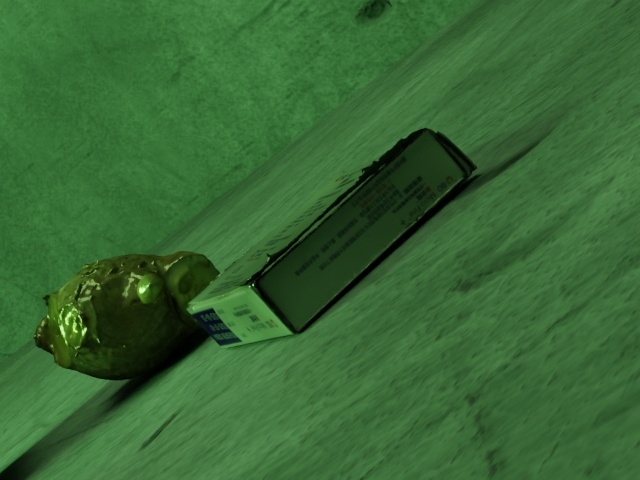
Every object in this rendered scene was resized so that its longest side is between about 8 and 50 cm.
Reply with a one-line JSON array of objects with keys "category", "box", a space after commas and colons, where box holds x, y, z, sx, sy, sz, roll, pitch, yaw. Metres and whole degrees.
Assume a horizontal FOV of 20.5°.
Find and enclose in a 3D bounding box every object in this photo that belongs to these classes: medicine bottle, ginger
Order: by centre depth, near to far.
[{"category": "medicine bottle", "box": [0.000, 0.000, 1.221, 0.171, 0.052, 0.201, -41, 6, -18]}, {"category": "ginger", "box": [-0.157, 0.062, 1.480, 0.157, 0.102, 0.216, -13, -7, -17]}]
